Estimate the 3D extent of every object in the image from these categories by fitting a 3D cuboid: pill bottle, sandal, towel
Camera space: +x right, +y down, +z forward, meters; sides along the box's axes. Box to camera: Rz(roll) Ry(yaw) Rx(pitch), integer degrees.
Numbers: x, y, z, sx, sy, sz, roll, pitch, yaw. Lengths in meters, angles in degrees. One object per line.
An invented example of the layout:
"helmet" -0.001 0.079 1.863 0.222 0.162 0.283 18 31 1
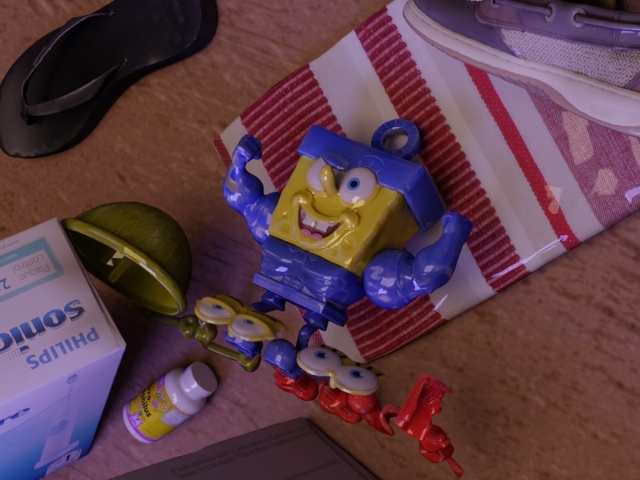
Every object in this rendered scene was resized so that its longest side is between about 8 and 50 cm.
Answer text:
"pill bottle" -0.128 0.137 1.388 0.083 0.043 0.043 -37 74 27
"sandal" -0.204 -0.157 1.411 0.254 0.054 0.097 -33 76 29
"towel" 0.084 -0.064 1.254 0.329 0.037 0.237 -33 78 30

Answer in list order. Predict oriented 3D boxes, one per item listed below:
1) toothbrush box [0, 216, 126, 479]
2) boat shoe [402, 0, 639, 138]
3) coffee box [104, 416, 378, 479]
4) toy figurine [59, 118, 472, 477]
"toothbrush box" -0.294 0.128 1.313 0.126 0.216 0.295 60 157 13
"boat shoe" 0.164 -0.143 1.083 0.285 0.103 0.092 35 115 51
"coffee box" -0.054 0.384 1.186 0.338 0.338 0.334 38 112 23
"toy figurine" 0.000 0.000 1.245 0.362 0.191 0.217 24 78 35
